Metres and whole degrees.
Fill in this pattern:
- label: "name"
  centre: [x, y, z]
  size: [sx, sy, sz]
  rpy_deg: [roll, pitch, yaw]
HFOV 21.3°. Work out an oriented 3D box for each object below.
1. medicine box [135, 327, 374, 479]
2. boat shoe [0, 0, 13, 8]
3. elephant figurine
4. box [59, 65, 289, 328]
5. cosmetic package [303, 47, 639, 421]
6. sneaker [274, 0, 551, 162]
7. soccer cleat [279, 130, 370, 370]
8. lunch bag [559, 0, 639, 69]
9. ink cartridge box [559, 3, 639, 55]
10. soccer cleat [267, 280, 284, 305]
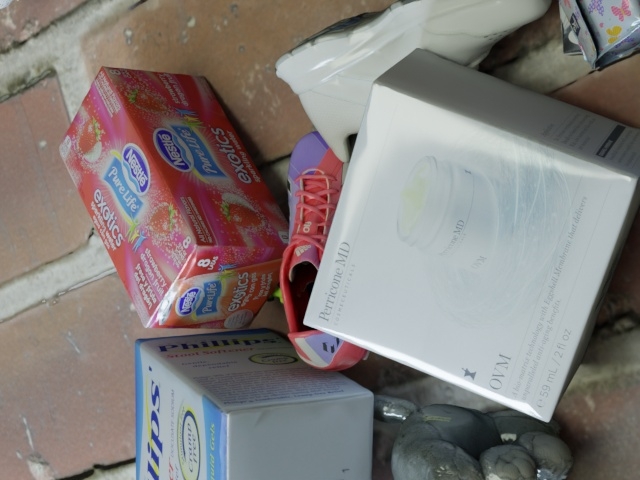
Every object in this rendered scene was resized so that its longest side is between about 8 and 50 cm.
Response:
- label: "medicine box"
  centre: [-0.070, 0.243, 1.609]
  size: [0.289, 0.149, 0.263]
  rpy_deg: [-158, 66, -66]
- label: "boat shoe"
  centre: [-0.354, -0.305, 1.896]
  size: [0.277, 0.098, 0.096]
  rpy_deg: [16, 108, 50]
- label: "elephant figurine"
  centre: [0.137, 0.274, 1.488]
  size: [0.186, 0.169, 0.239]
  rpy_deg: [-107, 15, -68]
- label: "box"
  centre: [-0.143, -0.043, 1.682]
  size: [0.123, 0.128, 0.257]
  rpy_deg: [-57, 47, 33]
- label: "cosmetic package"
  centre: [0.132, -0.008, 1.399]
  size: [0.224, 0.138, 0.224]
  rpy_deg: [21, 114, 13]
- label: "sneaker"
  centre: [0.095, -0.161, 1.507]
  size: [0.297, 0.111, 0.129]
  rpy_deg: [-20, 99, 46]
- label: "soccer cleat"
  centre: [0.000, 0.000, 1.563]
  size: [0.083, 0.095, 0.248]
  rpy_deg: [-14, 63, 23]
- label: "lunch bag"
  centre: [0.223, -0.179, 1.316]
  size: [0.083, 0.053, 0.071]
  rpy_deg: [-34, 72, 51]
- label: "ink cartridge box"
  centre: [0.259, -0.317, 1.337]
  size: [0.165, 0.065, 0.333]
  rpy_deg: [-2, 95, 44]
- label: "soccer cleat"
  centre: [0.007, 0.037, 1.633]
  size: [0.179, 0.060, 0.072]
  rpy_deg: [15, 107, 44]
